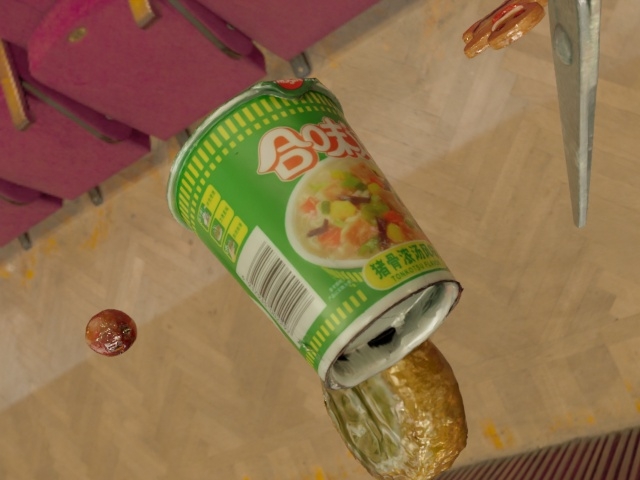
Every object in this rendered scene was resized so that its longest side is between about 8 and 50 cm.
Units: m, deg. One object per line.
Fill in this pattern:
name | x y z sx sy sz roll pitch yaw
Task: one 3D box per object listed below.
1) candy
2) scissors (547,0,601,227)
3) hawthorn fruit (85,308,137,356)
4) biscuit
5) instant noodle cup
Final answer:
candy | 0.098 0.229 0.886 0.260 0.118 0.259 37 136 46
scissors | 0.128 -0.134 0.311 0.029 0.447 0.192 -19 52 11
hawthorn fruit | -0.302 0.135 0.882 0.077 0.077 0.077 2 93 32
biscuit | 0.300 -0.359 0.980 0.165 0.250 0.036 -34 106 23
instant noodle cup | 0.000 0.000 0.559 0.207 0.207 0.232 -50 60 24
